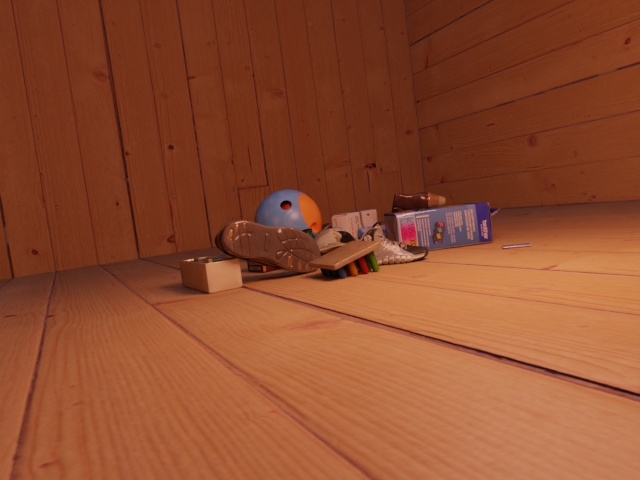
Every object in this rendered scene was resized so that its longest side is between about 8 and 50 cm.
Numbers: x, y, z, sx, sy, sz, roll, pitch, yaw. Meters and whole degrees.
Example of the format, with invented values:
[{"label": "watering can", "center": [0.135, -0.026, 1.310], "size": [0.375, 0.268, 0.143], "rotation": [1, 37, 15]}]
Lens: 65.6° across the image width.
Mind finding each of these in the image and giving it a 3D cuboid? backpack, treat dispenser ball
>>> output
[{"label": "backpack", "center": [0.037, 0.011, 1.873], "size": [0.152, 0.115, 0.182], "rotation": [-11, 3, -20]}, {"label": "treat dispenser ball", "center": [-0.136, -0.073, 2.112], "size": [0.288, 0.288, 0.288], "rotation": [-7, 4, 1]}]

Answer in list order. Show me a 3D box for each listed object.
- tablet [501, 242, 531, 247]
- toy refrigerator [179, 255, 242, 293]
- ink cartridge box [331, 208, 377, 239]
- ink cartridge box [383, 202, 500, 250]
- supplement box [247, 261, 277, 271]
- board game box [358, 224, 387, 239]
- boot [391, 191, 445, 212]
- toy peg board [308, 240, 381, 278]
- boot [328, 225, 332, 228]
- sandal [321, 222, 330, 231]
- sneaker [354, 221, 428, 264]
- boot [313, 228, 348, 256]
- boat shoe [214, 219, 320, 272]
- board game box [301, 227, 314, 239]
[{"label": "tablet", "center": [0.607, 0.016, 1.541], "size": [0.083, 0.006, 0.054], "rotation": [-5, 4, 14]}, {"label": "toy refrigerator", "center": [-0.338, 0.095, 1.506], "size": [0.102, 0.094, 0.269], "rotation": [-9, 5, -30]}, {"label": "ink cartridge box", "center": [0.156, -0.049, 2.173], "size": [0.092, 0.158, 0.218], "rotation": [-2, 7, 44]}, {"label": "ink cartridge box", "center": [0.454, -0.054, 1.837], "size": [0.395, 0.151, 0.270], "rotation": [-6, 4, -2]}, {"label": "supplement box", "center": [-0.159, 0.058, 1.783], "size": [0.188, 0.080, 0.104], "rotation": [-11, 5, -39]}, {"label": "board game box", "center": [0.282, -0.021, 2.051], "size": [0.211, 0.039, 0.160], "rotation": [-9, 26, -15]}, {"label": "boot", "center": [0.396, -0.106, 2.053], "size": [0.207, 0.248, 0.090], "rotation": [5, 49, 6]}, {"label": "toy peg board", "center": [0.079, 0.068, 1.412], "size": [0.161, 0.079, 0.161], "rotation": [-26, 11, -24]}, {"label": "boot", "center": [0.147, -0.043, 2.567], "size": [0.264, 0.096, 0.280], "rotation": [-6, 4, 25]}, {"label": "sandal", "center": [-0.037, 0.001, 2.468], "size": [0.240, 0.079, 0.088], "rotation": [-28, 16, 12]}, {"label": "sneaker", "center": [0.211, 0.004, 1.518], "size": [0.229, 0.132, 0.086], "rotation": [-7, 4, 1]}, {"label": "boot", "center": [0.059, 0.018, 1.671], "size": [0.213, 0.077, 0.165], "rotation": [-10, 25, 19]}, {"label": "boat shoe", "center": [-0.157, 0.016, 1.513], "size": [0.355, 0.132, 0.130], "rotation": [20, -14, -36]}, {"label": "board game box", "center": [-0.056, 0.027, 1.722], "size": [0.026, 0.126, 0.186], "rotation": [-7, 5, 15]}]
